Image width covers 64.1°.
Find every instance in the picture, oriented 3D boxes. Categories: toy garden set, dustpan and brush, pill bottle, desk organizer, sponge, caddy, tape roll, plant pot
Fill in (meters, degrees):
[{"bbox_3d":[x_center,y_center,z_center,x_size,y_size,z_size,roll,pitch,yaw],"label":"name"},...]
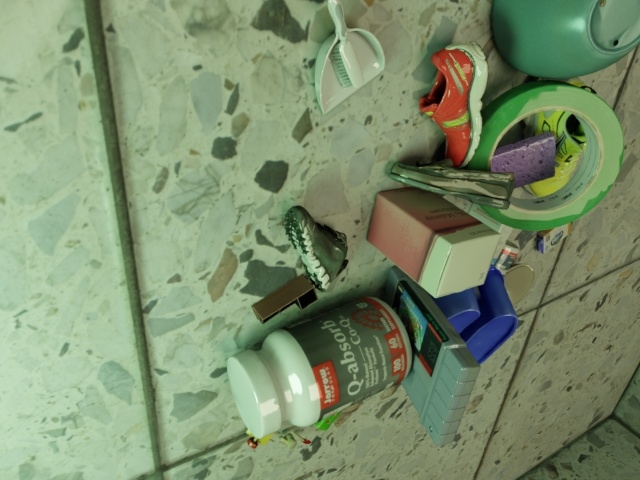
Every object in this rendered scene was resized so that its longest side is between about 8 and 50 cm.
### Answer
[{"bbox_3d":[-0.062,0.442,1.294,0.204,0.049,0.244,-51,136,1],"label":"toy garden set"},{"bbox_3d":[0.038,-0.318,0.843,0.147,0.060,0.211,-39,135,-9],"label":"dustpan and brush"},{"bbox_3d":[-0.001,0.270,1.105,0.362,0.210,0.210,-17,127,-28],"label":"pill bottle"},{"bbox_3d":[-0.073,0.131,1.070,0.130,0.050,0.047,-31,133,-16],"label":"desk organizer"},{"bbox_3d":[0.446,-0.172,1.210,0.210,0.031,0.117,-17,131,8],"label":"sponge"},{"bbox_3d":[0.334,0.194,1.308,0.241,0.179,0.341,10,133,-22],"label":"caddy"},{"bbox_3d":[0.480,-0.181,1.120,0.321,0.077,0.322,1,116,3],"label":"tape roll"},{"bbox_3d":[0.500,-0.434,0.953,0.290,0.195,0.290,-5,121,-9],"label":"plant pot"},{"bbox_3d":[0.446,0.075,1.385,0.107,0.108,0.180,9,113,-40],"label":"pill bottle"}]

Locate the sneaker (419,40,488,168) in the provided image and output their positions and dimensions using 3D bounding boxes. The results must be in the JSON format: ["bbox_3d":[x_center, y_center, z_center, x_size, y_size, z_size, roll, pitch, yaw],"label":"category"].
[{"bbox_3d":[0.258,-0.266,1.037,0.118,0.107,0.279,-10,134,0],"label":"sneaker"}]

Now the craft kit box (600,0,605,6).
[{"bbox_3d":[0.562,-0.506,1.118,0.246,0.061,0.250,-13,125,-33],"label":"craft kit box"}]

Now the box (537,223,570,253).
[{"bbox_3d":[0.717,-0.018,1.583,0.136,0.028,0.081,-33,133,-11],"label":"box"}]

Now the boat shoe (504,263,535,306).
[{"bbox_3d":[0.495,0.188,1.524,0.335,0.095,0.112,-44,99,-10],"label":"boat shoe"}]

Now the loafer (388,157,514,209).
[{"bbox_3d":[0.278,-0.135,1.079,0.267,0.096,0.084,14,100,-6],"label":"loafer"}]

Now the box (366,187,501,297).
[{"bbox_3d":[0.230,-0.006,1.077,0.148,0.232,0.127,-10,125,-32],"label":"box"}]

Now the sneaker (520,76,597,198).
[{"bbox_3d":[0.581,-0.227,1.255,0.145,0.147,0.385,-40,136,-11],"label":"sneaker"}]

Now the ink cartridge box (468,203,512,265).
[{"bbox_3d":[0.420,-0.028,1.296,0.060,0.104,0.180,6,115,-39],"label":"ink cartridge box"}]

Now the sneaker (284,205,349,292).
[{"bbox_3d":[0.000,0.000,1.023,0.106,0.078,0.234,-37,138,-15],"label":"sneaker"}]

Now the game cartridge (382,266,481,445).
[{"bbox_3d":[0.220,0.242,1.155,0.068,0.355,0.230,-6,121,-16],"label":"game cartridge"}]
